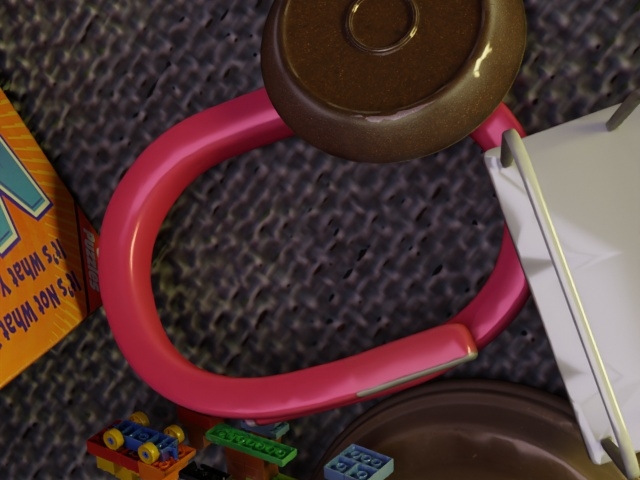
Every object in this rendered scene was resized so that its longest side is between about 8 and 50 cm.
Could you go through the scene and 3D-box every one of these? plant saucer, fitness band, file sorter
[{"bbox_3d":[0.040,-0.130,0.775,0.168,0.029,0.168,-5,70,12],"label":"plant saucer"},{"bbox_3d":[0.000,0.000,0.803,0.291,0.054,0.209,-17,76,11],"label":"fitness band"},{"bbox_3d":[0.248,-0.010,0.651,0.277,0.173,0.193,-19,85,5],"label":"file sorter"},{"bbox_3d":[0.104,0.228,0.820,0.278,0.041,0.278,3,98,22],"label":"plant saucer"}]

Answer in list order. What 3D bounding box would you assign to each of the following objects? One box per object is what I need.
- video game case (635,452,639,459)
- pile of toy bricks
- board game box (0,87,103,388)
[{"bbox_3d":[0.262,0.085,0.776,0.212,0.023,0.193,-3,97,17],"label":"video game case"},{"bbox_3d":[-0.043,0.174,0.826,0.212,0.118,0.105,15,119,34],"label":"pile of toy bricks"},{"bbox_3d":[-0.410,0.013,0.772,0.356,0.356,0.356,-30,96,18],"label":"board game box"}]
